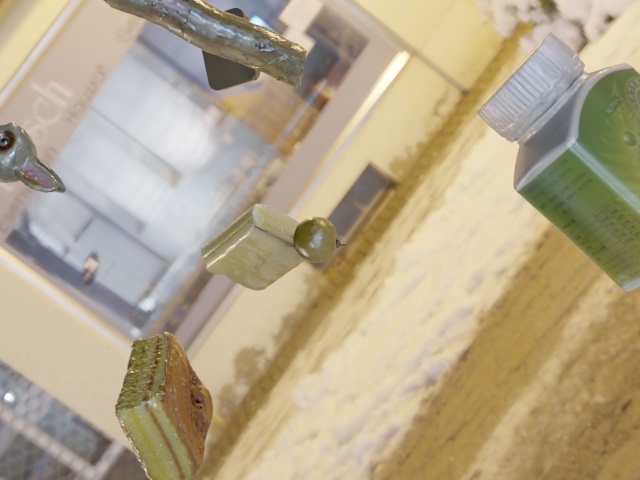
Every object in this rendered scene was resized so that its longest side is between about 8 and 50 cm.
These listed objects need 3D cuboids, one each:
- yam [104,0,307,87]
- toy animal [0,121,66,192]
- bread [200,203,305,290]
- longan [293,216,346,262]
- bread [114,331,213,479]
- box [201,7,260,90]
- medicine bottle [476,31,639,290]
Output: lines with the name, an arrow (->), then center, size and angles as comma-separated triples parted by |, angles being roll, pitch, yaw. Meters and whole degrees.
yam -> -0.164, -0.311, 1.535 | 0.071, 0.317, 0.067 | -87, 22, -61
toy animal -> -0.476, -0.128, 1.560 | 0.138, 0.236, 0.108 | -9, -77, -77
bread -> -0.099, 0.016, 1.733 | 0.178, 0.139, 0.060 | -38, 32, 49
longan -> 0.000, 0.000, 1.615 | 0.075, 0.083, 0.075 | -168, 90, -79
bread -> -0.267, 0.290, 1.855 | 0.111, 0.184, 0.234 | -17, 26, 6
box -> -0.151, -0.316, 1.763 | 0.091, 0.126, 0.031 | -14, -3, 21
medicine bottle -> 0.223, -0.071, 0.851 | 0.132, 0.188, 0.088 | -48, 0, -36
